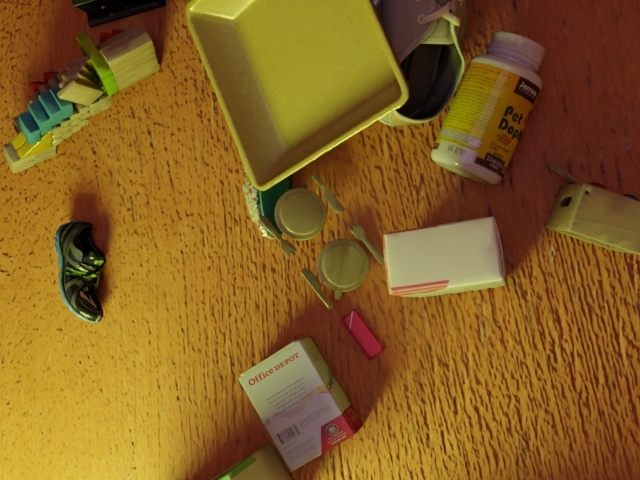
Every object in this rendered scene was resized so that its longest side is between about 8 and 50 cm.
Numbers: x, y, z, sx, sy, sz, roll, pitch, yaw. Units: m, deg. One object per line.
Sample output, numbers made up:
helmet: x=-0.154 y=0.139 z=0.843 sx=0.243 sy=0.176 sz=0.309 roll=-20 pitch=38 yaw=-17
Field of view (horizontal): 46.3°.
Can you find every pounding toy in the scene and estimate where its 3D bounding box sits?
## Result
pounding toy: x=0.401 y=-0.050 z=1.103 sx=0.130 sy=0.141 sz=0.100 roll=19 pitch=93 yaw=0

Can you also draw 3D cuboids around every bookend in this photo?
bookend: x=-0.374 y=-0.443 z=1.286 sx=0.156 sy=0.157 sz=0.072 roll=-11 pitch=85 yaw=13

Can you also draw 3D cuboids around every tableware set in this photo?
tableware set: x=0.000 y=0.000 z=1.226 sx=0.128 sy=0.039 sz=0.194 roll=-39 pitch=93 yaw=-15

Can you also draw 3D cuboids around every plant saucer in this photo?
plant saucer: x=-0.030 y=-0.287 z=1.120 sx=0.332 sy=0.081 sz=0.333 roll=-27 pitch=83 yaw=42

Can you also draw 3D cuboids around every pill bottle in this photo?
pill bottle: x=0.260 y=-0.201 z=1.138 sx=0.117 sy=0.117 sz=0.215 roll=24 pitch=95 yaw=14

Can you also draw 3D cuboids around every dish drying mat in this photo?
dish drying mat: x=0.069 y=0.155 z=1.234 sx=0.032 sy=0.008 sz=0.083 roll=-38 pitch=80 yaw=10

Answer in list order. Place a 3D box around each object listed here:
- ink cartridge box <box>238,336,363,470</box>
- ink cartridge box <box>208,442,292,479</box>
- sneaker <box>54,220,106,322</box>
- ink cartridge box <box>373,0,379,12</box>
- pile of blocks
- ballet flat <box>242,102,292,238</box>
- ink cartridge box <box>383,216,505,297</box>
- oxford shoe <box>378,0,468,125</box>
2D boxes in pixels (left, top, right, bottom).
ink cartridge box: x=-0.032 y=0.263 z=1.223 sx=0.127 sy=0.072 sz=0.175 roll=-33 pitch=81 yaw=12
ink cartridge box: x=-0.189 y=0.459 z=1.193 sx=0.273 sy=0.198 sz=0.115 roll=-34 pitch=81 yaw=11
sneaker: x=-0.420 y=0.054 z=1.330 sx=0.078 sy=0.067 sz=0.188 roll=-16 pitch=82 yaw=19
ink cartridge box: x=0.083 y=-0.447 z=1.185 sx=0.237 sy=0.100 sz=0.172 roll=-42 pitch=79 yaw=2
pile of blocks: x=-0.447 y=-0.270 z=1.304 sx=0.362 sy=0.149 sz=0.113 roll=-37 pitch=81 yaw=11
ballet flat: x=-0.098 y=-0.119 z=1.257 sx=0.077 sy=0.091 sz=0.241 roll=-9 pitch=81 yaw=44
ink cartridge box: x=0.189 y=0.031 z=1.099 sx=0.158 sy=0.218 sz=0.092 roll=-9 pitch=81 yaw=14
oxford shoe: x=0.155 y=-0.367 z=1.070 sx=0.169 sy=0.130 sz=0.449 roll=-6 pitch=120 yaw=-21
